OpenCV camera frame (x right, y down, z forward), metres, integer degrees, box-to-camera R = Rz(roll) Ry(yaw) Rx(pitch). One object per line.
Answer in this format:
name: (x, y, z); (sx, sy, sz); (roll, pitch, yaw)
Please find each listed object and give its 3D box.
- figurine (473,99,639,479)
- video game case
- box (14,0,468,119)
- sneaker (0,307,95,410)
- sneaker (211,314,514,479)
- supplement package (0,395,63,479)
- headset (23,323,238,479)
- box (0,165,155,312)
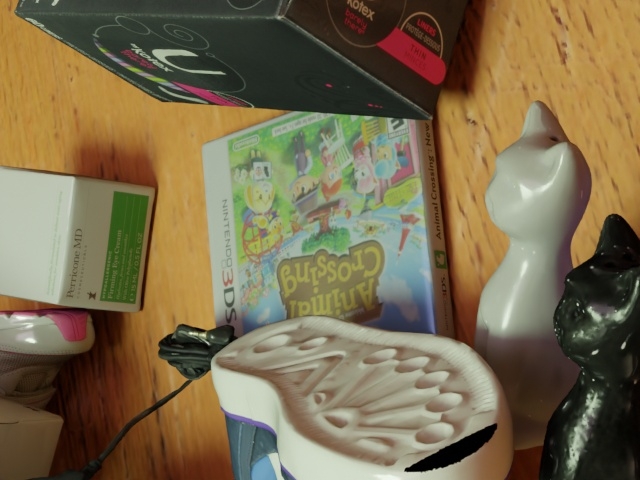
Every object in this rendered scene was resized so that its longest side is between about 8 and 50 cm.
figurine: (0.142, 0.051, 1.121); (0.215, 0.092, 0.209); (-112, 17, -55)
video game case: (0.000, 0.000, 1.401); (0.212, 0.023, 0.193); (-16, 74, 42)
box: (-0.050, -0.180, 1.357); (0.270, 0.165, 0.143); (7, 74, 45)
sneaker: (-0.258, 0.126, 1.592); (0.252, 0.103, 0.111); (-31, 68, 44)
sneaker: (0.047, 0.183, 1.207); (0.323, 0.130, 0.236); (18, 130, 65)
supplement package: (-0.336, 0.243, 1.459); (0.175, 0.177, 0.293); (17, 92, 21)
headset: (-0.140, 0.244, 1.369); (0.185, 0.243, 0.394); (8, 73, 42)
box: (-0.195, -0.001, 1.546); (0.102, 0.087, 0.101); (8, 90, 45)
